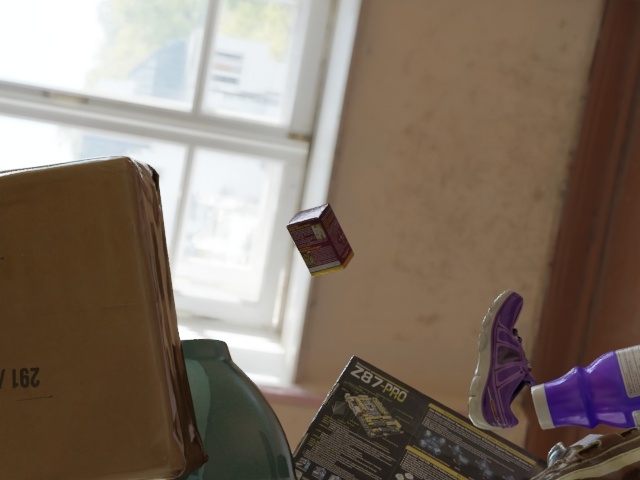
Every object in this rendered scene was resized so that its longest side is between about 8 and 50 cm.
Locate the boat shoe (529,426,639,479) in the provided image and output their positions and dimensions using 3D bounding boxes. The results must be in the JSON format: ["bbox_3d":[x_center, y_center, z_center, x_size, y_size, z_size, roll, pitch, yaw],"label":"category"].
[{"bbox_3d":[0.249,0.239,1.147,0.095,0.257,0.095,29,120,50],"label":"boat shoe"}]

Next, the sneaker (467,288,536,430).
[{"bbox_3d":[0.221,0.142,1.404,0.068,0.071,0.170,56,-137,-65],"label":"sneaker"}]

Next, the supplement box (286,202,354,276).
[{"bbox_3d":[0.000,0.000,1.599,0.083,0.055,0.043,64,-148,-20],"label":"supplement box"}]

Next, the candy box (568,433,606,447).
[{"bbox_3d":[0.479,0.375,1.765,0.196,0.070,0.165,-6,97,43],"label":"candy box"}]

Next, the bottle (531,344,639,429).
[{"bbox_3d":[0.454,0.214,1.747,0.118,0.282,0.092,-89,-21,-52],"label":"bottle"}]

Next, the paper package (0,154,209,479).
[{"bbox_3d":[-0.295,0.090,1.127,0.168,0.324,0.310,70,-170,-85],"label":"paper package"}]

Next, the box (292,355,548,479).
[{"bbox_3d":[0.148,0.411,1.988,0.318,0.394,0.097,-56,-9,-37],"label":"box"}]

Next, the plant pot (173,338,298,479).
[{"bbox_3d":[-0.177,0.218,1.337,0.293,0.293,0.196,129,132,-73],"label":"plant pot"}]
